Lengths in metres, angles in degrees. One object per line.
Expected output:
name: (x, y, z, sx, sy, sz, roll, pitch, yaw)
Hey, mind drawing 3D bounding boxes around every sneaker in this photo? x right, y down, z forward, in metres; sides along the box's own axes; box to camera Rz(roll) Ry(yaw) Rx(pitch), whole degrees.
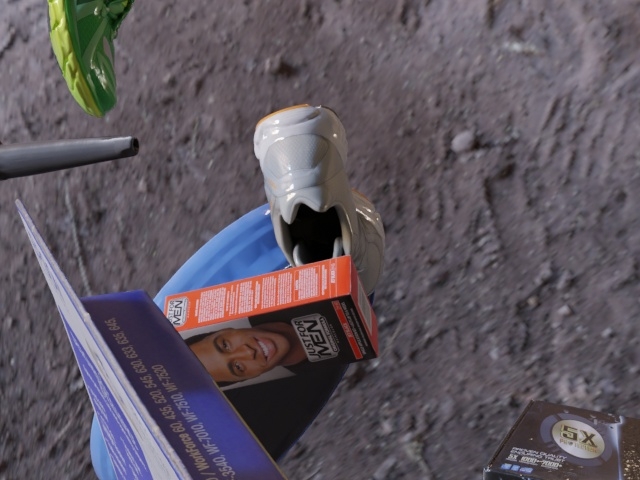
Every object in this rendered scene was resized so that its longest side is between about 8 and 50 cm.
sneaker: (0.000, 0.000, 1.296, 0.099, 0.262, 0.121, -12, 55, 11)
sneaker: (-0.241, -0.283, 1.578, 0.123, 0.109, 0.296, -4, 98, -12)

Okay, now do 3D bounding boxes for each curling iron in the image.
curling iron: (-0.276, -0.065, 1.217, 0.274, 0.068, 0.035, -10, 85, 23)

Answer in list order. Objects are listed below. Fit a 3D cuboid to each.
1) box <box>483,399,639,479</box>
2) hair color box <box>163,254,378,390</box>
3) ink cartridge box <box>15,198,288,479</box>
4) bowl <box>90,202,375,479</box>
box: (0.258, 0.228, 1.336, 0.180, 0.078, 0.147, 9, 24, 24)
hair color box: (-0.036, 0.062, 1.031, 0.141, 0.072, 0.043, -13, 41, 13)
ink cartridge box: (-0.049, 0.153, 0.741, 0.072, 0.303, 0.307, -21, 121, -16)
bowl: (-0.081, 0.138, 1.557, 0.077, 0.391, 0.391, 35, 65, 24)
